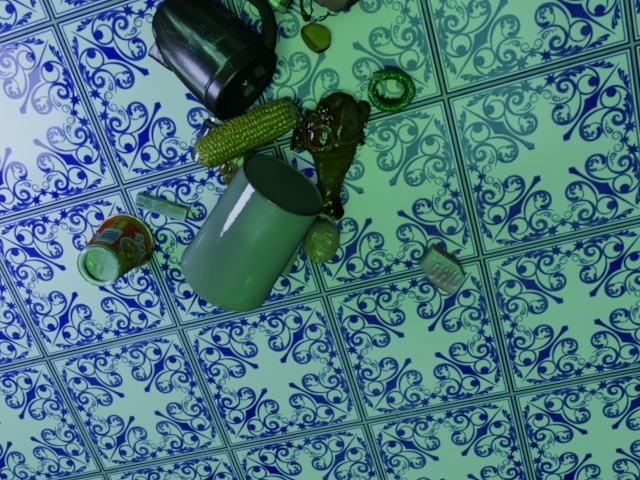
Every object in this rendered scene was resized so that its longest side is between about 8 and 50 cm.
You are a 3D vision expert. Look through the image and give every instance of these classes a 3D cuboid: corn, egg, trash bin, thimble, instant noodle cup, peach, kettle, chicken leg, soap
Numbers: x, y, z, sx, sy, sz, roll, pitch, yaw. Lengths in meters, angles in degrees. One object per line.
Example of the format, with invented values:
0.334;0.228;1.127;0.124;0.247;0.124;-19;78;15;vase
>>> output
-0.200;-0.301;1.727;0.318;0.115;0.115;-27;107;-8;corn
0.000;0.000;1.855;0.118;0.116;0.140;-1;74;28;egg
-0.203;-0.002;1.751;0.280;0.280;0.432;32;121;-7;trash bin
0.191;-0.411;1.699;0.130;0.090;0.118;32;111;-7;thimble
-0.623;0.040;1.874;0.193;0.212;0.193;2;111;4;instant noodle cup
-0.015;-0.545;1.687;0.083;0.050;0.077;6;88;-7;peach
-0.276;-0.538;1.631;0.324;0.228;0.321;44;98;8;kettle
0.011;-0.239;1.753;0.212;0.140;0.360;14;107;-9;chicken leg
-0.249;-0.184;1.832;0.103;0.088;0.227;8;117;-8;chicken leg
0.372;0.091;1.888;0.149;0.056;0.100;34;112;-7;soap

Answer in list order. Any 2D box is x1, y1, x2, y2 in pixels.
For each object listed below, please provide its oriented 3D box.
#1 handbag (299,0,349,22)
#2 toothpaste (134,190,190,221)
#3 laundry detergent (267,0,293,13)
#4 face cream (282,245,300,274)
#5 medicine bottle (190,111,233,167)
0.042;-0.655;1.516;0.149;0.302;0.283;33;115;-6;handbag
-0.483;-0.104;1.902;0.164;0.034;0.046;17;111;-1;toothpaste
-0.071;-0.713;1.621;0.099;0.070;0.225;41;109;11;laundry detergent
-0.084;-0.003;1.869;0.070;0.114;0.224;7;122;-31;face cream
-0.301;-0.313;1.784;0.084;0.083;0.203;25;108;-4;medicine bottle
